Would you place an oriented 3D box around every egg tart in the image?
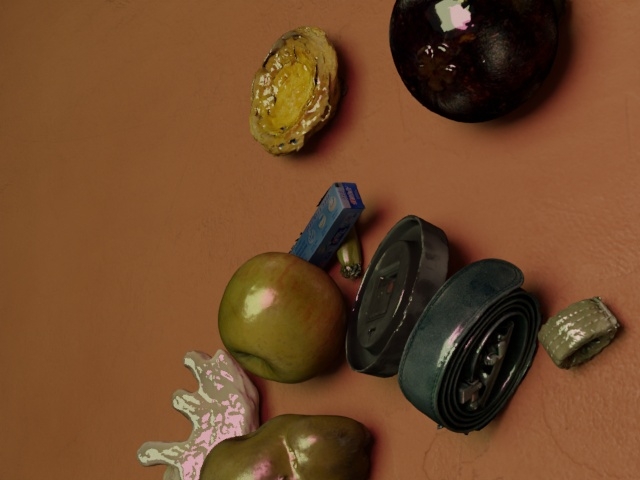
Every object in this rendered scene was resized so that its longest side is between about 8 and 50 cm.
[{"bbox_3d":[-0.037,-0.298,1.708,0.290,0.107,0.291,-19,64,45],"label":"egg tart"}]

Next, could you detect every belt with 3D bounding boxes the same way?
[{"bbox_3d":[0.227,0.154,1.242,0.116,0.206,0.268,31,98,45],"label":"belt"}]

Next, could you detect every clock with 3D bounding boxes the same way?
[{"bbox_3d":[0.125,0.095,1.375,0.280,0.055,0.281,-159,90,-77],"label":"clock"}]

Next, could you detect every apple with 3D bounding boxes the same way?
[{"bbox_3d":[-0.070,0.144,1.509,0.260,0.261,0.194,0,50,44],"label":"apple"}]

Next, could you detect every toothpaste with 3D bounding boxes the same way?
[{"bbox_3d":[0.000,0.000,1.559,0.272,0.053,0.066,-57,44,44],"label":"toothpaste"}]

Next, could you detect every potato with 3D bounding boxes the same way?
[{"bbox_3d":[-0.064,0.421,1.454,0.351,0.202,0.218,-29,87,12],"label":"potato"}]

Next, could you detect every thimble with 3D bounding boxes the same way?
[{"bbox_3d":[0.373,0.133,1.193,0.110,0.084,0.062,-38,55,15],"label":"thimble"}]

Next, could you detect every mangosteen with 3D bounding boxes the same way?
[{"bbox_3d":[0.253,-0.334,1.330,0.288,0.288,0.288,-15,69,41],"label":"mangosteen"}]

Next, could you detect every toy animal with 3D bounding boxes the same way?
[{"bbox_3d":[-0.228,0.392,1.669,0.266,0.188,0.308,-24,64,5],"label":"toy animal"}]

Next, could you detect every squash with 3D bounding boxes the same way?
[{"bbox_3d":[0.048,-0.013,1.577,0.052,0.052,0.183,-28,61,36],"label":"squash"}]
